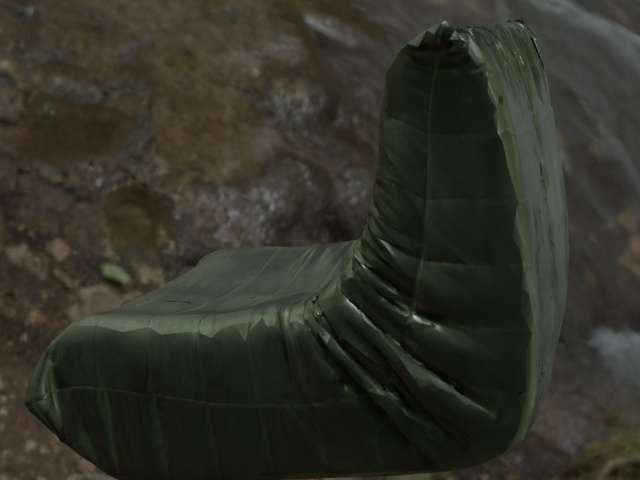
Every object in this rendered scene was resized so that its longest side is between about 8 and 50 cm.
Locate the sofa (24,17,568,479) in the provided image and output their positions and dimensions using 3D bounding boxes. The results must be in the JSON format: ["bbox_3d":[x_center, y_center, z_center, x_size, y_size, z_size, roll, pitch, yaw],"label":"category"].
[{"bbox_3d":[0.000,0.000,0.501,0.226,0.176,0.210,-8,10,21],"label":"sofa"}]
